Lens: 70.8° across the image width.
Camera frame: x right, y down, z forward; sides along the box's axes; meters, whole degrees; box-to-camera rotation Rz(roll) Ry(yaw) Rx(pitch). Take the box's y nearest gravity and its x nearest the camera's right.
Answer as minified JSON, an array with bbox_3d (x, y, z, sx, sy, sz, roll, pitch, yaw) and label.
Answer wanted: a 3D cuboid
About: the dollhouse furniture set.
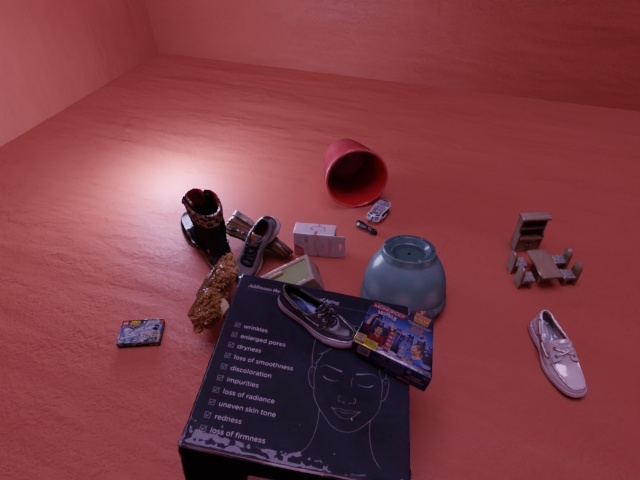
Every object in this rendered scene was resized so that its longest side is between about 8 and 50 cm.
[{"bbox_3d":[0.797,0.034,1.630,0.212,0.161,0.242,-3,42,-2],"label":"dollhouse furniture set"}]

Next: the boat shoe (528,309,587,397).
[{"bbox_3d":[0.715,0.331,1.356,0.098,0.096,0.277,-5,43,-4],"label":"boat shoe"}]

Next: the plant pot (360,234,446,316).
[{"bbox_3d":[0.288,0.103,1.513,0.293,0.196,0.293,1,32,-1],"label":"plant pot"}]

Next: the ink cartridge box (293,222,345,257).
[{"bbox_3d":[0.000,0.000,1.732,0.198,0.115,0.067,6,43,7],"label":"ink cartridge box"}]

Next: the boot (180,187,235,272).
[{"bbox_3d":[-0.449,-0.077,1.705,0.138,0.284,0.377,-24,48,-21],"label":"boot"}]

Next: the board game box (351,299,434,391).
[{"bbox_3d":[0.197,0.233,1.094,0.194,0.060,0.194,24,43,14],"label":"board game box"}]

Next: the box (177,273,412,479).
[{"bbox_3d":[-0.037,0.384,1.138,0.480,0.297,0.472,12,45,0],"label":"box"}]

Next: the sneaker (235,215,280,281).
[{"bbox_3d":[-0.247,0.026,1.646,0.100,0.108,0.271,27,90,15],"label":"sneaker"}]

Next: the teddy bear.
[{"bbox_3d":[-0.336,0.170,1.481,0.245,0.113,0.338,-55,15,1],"label":"teddy bear"}]

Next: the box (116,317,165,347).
[{"bbox_3d":[-0.591,0.305,1.485,0.137,0.027,0.094,-3,44,-1],"label":"box"}]

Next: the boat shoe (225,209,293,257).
[{"bbox_3d":[-0.246,0.001,1.763,0.307,0.111,0.104,31,78,24],"label":"boat shoe"}]

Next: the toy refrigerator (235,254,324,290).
[{"bbox_3d":[-0.133,0.157,1.429,0.269,0.094,0.102,-27,49,11],"label":"toy refrigerator"}]

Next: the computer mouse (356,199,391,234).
[{"bbox_3d":[0.235,-0.100,1.890,0.106,0.042,0.193,23,53,31],"label":"computer mouse"}]

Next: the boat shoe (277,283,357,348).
[{"bbox_3d":[-0.006,0.176,1.099,0.228,0.076,0.080,32,47,21],"label":"boat shoe"}]

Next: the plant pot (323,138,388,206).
[{"bbox_3d":[0.131,-0.317,1.989,0.275,0.275,0.243,-9,33,-8],"label":"plant pot"}]
